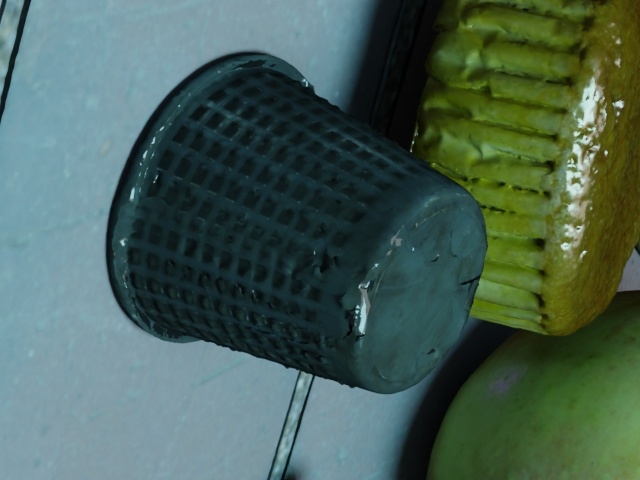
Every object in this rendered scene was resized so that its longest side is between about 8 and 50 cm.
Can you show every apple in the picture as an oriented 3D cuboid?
[{"bbox_3d":[0.234,0.195,1.322,0.277,0.319,0.319,-39,138,-30],"label":"apple"}]

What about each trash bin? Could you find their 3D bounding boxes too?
[{"bbox_3d":[0.000,0.000,1.012,0.175,0.161,0.175,-32,133,-42],"label":"trash bin"}]

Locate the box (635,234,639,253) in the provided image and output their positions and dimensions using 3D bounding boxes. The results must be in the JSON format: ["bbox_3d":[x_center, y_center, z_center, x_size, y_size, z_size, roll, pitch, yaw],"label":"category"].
[{"bbox_3d":[0.361,-0.045,1.538,0.201,0.090,0.144,-59,146,-10],"label":"box"}]

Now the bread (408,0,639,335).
[{"bbox_3d":[0.138,-0.073,1.137,0.227,0.142,0.253,-19,126,-65],"label":"bread"}]
